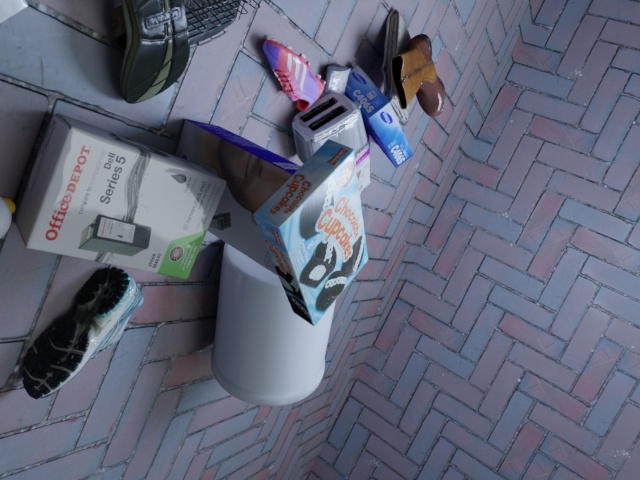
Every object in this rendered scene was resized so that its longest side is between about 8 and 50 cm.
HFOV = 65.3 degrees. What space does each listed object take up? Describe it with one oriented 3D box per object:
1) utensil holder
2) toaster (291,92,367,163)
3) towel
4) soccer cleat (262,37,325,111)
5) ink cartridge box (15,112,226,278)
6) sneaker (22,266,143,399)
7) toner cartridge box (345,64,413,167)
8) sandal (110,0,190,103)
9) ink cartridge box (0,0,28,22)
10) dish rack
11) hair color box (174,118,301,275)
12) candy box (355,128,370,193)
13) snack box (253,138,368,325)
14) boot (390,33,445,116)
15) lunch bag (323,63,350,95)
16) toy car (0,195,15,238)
[{"bbox_3d":[-0.121,0.190,1.356,0.328,0.328,0.385,-28,137,-49],"label":"utensil holder"},{"bbox_3d":[0.015,-0.283,1.320,0.227,0.129,0.146,-33,149,-11],"label":"toaster"},{"bbox_3d":[0.234,-0.516,1.508,0.187,0.049,0.282,24,70,-66],"label":"towel"},{"bbox_3d":[-0.066,-0.378,1.161,0.095,0.083,0.248,-59,158,7],"label":"soccer cleat"},{"bbox_3d":[-0.329,-0.064,0.842,0.273,0.115,0.198,17,101,-43],"label":"ink cartridge box"},{"bbox_3d":[-0.453,0.195,0.992,0.283,0.110,0.122,-53,157,-17],"label":"sneaker"},{"bbox_3d":[0.175,-0.360,1.507,0.075,0.165,0.348,-38,156,8],"label":"toner cartridge box"},{"bbox_3d":[-0.272,-0.347,0.779,0.120,0.086,0.302,-34,159,-37],"label":"sandal"},{"bbox_3d":[-0.433,-0.294,0.618,0.115,0.029,0.063,-48,152,-23],"label":"ink cartridge box"},{"bbox_3d":[-0.155,-0.434,0.838,0.208,0.074,0.271,-44,175,-40],"label":"dish rack"},{"bbox_3d":[-0.148,-0.091,0.989,0.110,0.339,0.185,-8,123,-60],"label":"hair color box"},{"bbox_3d":[0.089,-0.230,1.602,0.159,0.071,0.233,-48,151,-27],"label":"candy box"},{"bbox_3d":[0.000,0.000,0.888,0.187,0.060,0.322,-49,150,-23],"label":"snack box"},{"bbox_3d":[0.292,-0.448,1.468,0.280,0.096,0.264,-58,143,-49],"label":"boot"},{"bbox_3d":[0.037,-0.427,1.329,0.083,0.053,0.071,-44,153,-51],"label":"lunch bag"},{"bbox_3d":[-0.507,-0.031,0.645,0.182,0.159,0.136,-43,115,-33],"label":"toy car"}]
